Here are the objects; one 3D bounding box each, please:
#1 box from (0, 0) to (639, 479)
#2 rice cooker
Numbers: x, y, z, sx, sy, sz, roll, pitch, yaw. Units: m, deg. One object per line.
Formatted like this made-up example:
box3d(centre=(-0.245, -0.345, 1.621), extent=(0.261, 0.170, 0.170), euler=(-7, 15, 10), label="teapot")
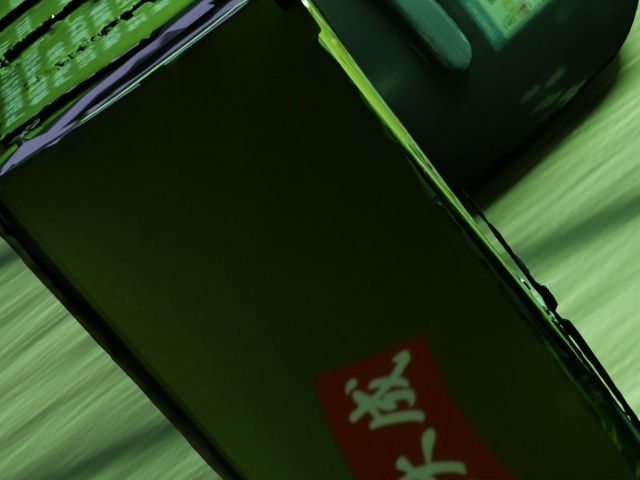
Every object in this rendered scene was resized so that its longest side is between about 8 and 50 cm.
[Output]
box3d(centre=(0.000, 0.000, 0.829), extent=(0.138, 0.373, 0.420), euler=(-35, 25, 4), label="box")
box3d(centre=(0.065, -0.174, 1.181), extent=(0.224, 0.267, 0.267), euler=(-45, 26, -6), label="rice cooker")
